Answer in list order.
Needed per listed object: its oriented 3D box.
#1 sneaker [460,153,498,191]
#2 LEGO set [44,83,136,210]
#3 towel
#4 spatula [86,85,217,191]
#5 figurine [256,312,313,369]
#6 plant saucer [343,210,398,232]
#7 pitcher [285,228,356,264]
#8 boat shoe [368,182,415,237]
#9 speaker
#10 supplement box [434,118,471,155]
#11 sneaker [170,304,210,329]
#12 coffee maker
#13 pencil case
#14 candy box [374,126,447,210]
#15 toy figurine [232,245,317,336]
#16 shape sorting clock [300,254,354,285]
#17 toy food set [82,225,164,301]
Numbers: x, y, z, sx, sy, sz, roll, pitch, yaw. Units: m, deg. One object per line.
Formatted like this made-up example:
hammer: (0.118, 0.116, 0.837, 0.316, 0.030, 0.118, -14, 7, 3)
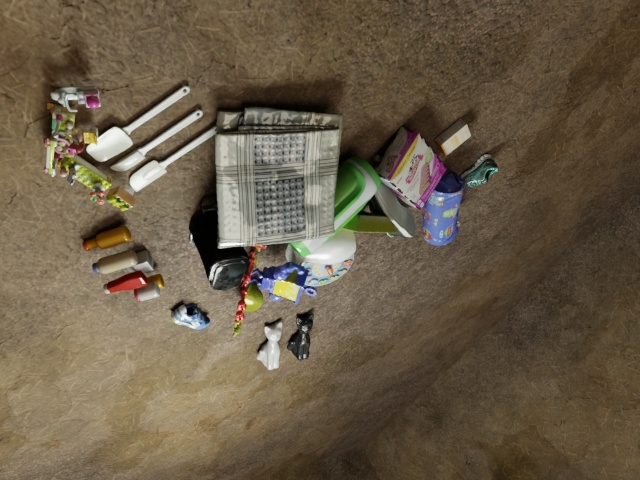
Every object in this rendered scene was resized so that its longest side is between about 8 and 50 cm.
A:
sneaker: (0.537, -0.215, 1.631, 0.065, 0.076, 0.166, 17, 122, -46)
LEGO set: (-0.450, -0.142, 0.903, 0.132, 0.107, 0.287, -11, 135, -11)
towel: (-0.092, -0.144, 1.114, 0.311, 0.056, 0.325, -5, 110, -23)
spatula: (-0.342, -0.213, 1.002, 0.242, 0.019, 0.168, -33, 143, 2)
figurine: (-0.130, 0.375, 1.813, 0.214, 0.092, 0.210, -10, 131, -28)
plant saucer: (0.106, -0.063, 1.409, 0.188, 0.188, 0.045, 0, 102, -44)
pitcher: (0.000, 0.000, 1.432, 0.206, 0.126, 0.178, -11, 143, -12)
boat shoe: (0.202, -0.096, 1.490, 0.091, 0.115, 0.302, -7, 142, 33)
speaker: (0.024, -0.093, 1.296, 0.296, 0.131, 0.131, -44, 145, -6)
supplement box: (0.403, -0.313, 1.445, 0.098, 0.036, 0.062, -39, 144, 8)
sneaker: (-0.388, 0.234, 1.464, 0.059, 0.053, 0.144, -45, 144, 13)
coffee maker: (-0.260, 0.011, 1.192, 0.120, 0.178, 0.171, -25, 144, -13)
pencil case: (0.421, -0.108, 1.628, 0.133, 0.120, 0.306, -13, 143, 1)
candy box: (0.270, -0.205, 1.404, 0.233, 0.071, 0.159, 28, 94, -51)
toy figurine: (-0.123, 0.160, 1.389, 0.217, 0.191, 0.363, 12, 140, -6)
shape sorting clock: (0.022, 0.087, 1.618, 0.206, 0.040, 0.206, -21, 143, -17)
toy food set: (-0.478, 0.078, 1.167, 0.104, 0.111, 0.232, -16, 144, -3)
